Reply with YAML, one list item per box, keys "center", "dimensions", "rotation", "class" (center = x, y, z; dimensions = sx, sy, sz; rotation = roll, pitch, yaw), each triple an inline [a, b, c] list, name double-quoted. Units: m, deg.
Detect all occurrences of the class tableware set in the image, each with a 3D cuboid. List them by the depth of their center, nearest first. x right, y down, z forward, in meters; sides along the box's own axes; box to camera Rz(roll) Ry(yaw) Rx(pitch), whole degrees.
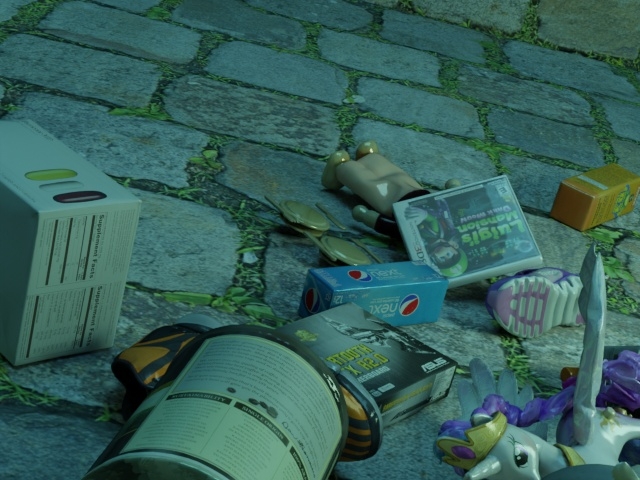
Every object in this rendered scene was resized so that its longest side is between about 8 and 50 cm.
- center: [0.000, 0.000, 2.016]
  dimensions: [0.128, 0.039, 0.194]
  rotation: [8, 27, -46]
  class: "tableware set"

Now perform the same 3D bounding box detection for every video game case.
- center: [0.224, -0.011, 2.014]
  dimensions: [0.190, 0.022, 0.173]
  rotation: [-14, 54, -4]
  class: "video game case"

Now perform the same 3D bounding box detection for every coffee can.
- center: [-0.100, 0.224, 1.230]
  dimensions: [0.202, 0.201, 0.275]
  rotation: [18, 23, 7]
  class: "coffee can"

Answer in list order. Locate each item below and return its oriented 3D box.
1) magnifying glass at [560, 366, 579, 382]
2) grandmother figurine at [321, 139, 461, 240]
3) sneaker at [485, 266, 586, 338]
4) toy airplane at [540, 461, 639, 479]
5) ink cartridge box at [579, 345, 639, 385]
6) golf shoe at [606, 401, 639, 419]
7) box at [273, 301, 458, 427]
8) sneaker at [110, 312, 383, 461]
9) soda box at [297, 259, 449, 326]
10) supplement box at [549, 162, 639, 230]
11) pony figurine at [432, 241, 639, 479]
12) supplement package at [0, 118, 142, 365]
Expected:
- center: [0.446, 0.198, 1.851]
  dimensions: [0.231, 0.026, 0.092]
  rotation: [7, 24, -22]
  class: "magnifying glass"
- center: [0.155, -0.052, 2.164]
  dimensions: [0.208, 0.104, 0.342]
  rotation: [-27, 43, -19]
  class: "grandmother figurine"
- center: [0.318, 0.083, 1.961]
  dimensions: [0.236, 0.095, 0.104]
  rotation: [-1, 21, -43]
  class: "sneaker"
- center: [0.122, 0.307, 1.082]
  dimensions: [0.384, 0.272, 0.386]
  rotation: [-1, 34, 14]
  class: "toy airplane"
- center: [0.484, 0.189, 1.728]
  dimensions: [0.232, 0.066, 0.189]
  rotation: [11, -7, -10]
  class: "ink cartridge box"
- center: [0.471, 0.242, 1.686]
  dimensions: [0.198, 0.077, 0.094]
  rotation: [21, 17, 27]
  class: "golf shoe"
- center: [0.035, 0.162, 1.640]
  dimensions: [0.183, 0.056, 0.231]
  rotation: [30, 27, 30]
  class: "box"
- center: [-0.099, 0.190, 1.444]
  dimensions: [0.321, 0.124, 0.180]
  rotation: [16, 25, 32]
  class: "sneaker"
- center: [0.076, 0.078, 1.836]
  dimensions: [0.210, 0.071, 0.067]
  rotation: [-3, 28, -36]
  class: "soda box"
- center: [0.525, -0.084, 2.471]
  dimensions: [0.080, 0.078, 0.233]
  rotation: [28, 27, 27]
  class: "supplement box"
- center: [0.297, 0.220, 1.455]
  dimensions: [0.363, 0.303, 0.351]
  rotation: [28, 31, -7]
  class: "pony figurine"
- center: [-0.364, -0.007, 1.597]
  dimensions: [0.145, 0.204, 0.262]
  rotation: [-9, 32, -44]
  class: "supplement package"
